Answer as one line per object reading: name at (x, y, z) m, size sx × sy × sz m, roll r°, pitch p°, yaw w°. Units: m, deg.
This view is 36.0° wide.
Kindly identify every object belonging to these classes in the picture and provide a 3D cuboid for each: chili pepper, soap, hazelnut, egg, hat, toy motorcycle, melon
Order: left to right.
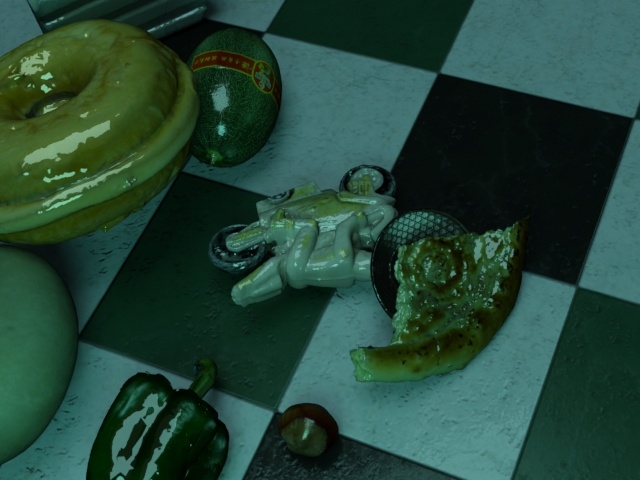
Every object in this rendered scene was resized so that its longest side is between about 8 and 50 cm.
egg at (-0.488, 0.169, 1.427) m, size 0.258 × 0.258 × 0.352 m, roll 9°, pitch 56°, yaw 14°
soap at (-0.368, -0.470, 1.861) m, size 0.347 × 0.208 × 0.115 m, roll -27°, pitch 57°, yaw -9°
chili pepper at (-0.218, 0.259, 1.387) m, size 0.174 × 0.165 × 0.261 m, roll 9°, pitch 56°, yaw 28°
melon at (-0.158, -0.238, 1.693) m, size 0.182 × 0.182 × 0.287 m, roll 2°, pitch 58°, yaw 9°
hazelnut at (-0.017, 0.267, 1.406) m, size 0.086 × 0.086 × 0.086 m, roll -4°, pitch 56°, yaw 6°
toy motorcycle at (0.000, 0.000, 1.558) m, size 0.341 × 0.108 × 0.223 m, roll -24°, pitch 50°, yaw -16°
hat at (0.148, 0.051, 1.524) m, size 0.193 × 0.082 × 0.193 m, roll 4°, pitch 81°, yaw -23°

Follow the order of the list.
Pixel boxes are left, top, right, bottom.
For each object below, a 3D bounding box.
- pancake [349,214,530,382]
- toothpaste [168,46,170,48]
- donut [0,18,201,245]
pancake at (0.188, 0.079, 1.458) m, size 0.197 × 0.054 × 0.376 m, roll 45°, pitch 67°, yaw -1°
toothpaste at (-0.370, -0.297, 1.856) m, size 0.218 × 0.033 × 0.052 m, roll -34°, pitch 54°, yaw -9°
donut at (-0.398, -0.171, 1.542) m, size 0.449 × 0.198 × 0.449 m, roll -10°, pitch 44°, yaw 10°
